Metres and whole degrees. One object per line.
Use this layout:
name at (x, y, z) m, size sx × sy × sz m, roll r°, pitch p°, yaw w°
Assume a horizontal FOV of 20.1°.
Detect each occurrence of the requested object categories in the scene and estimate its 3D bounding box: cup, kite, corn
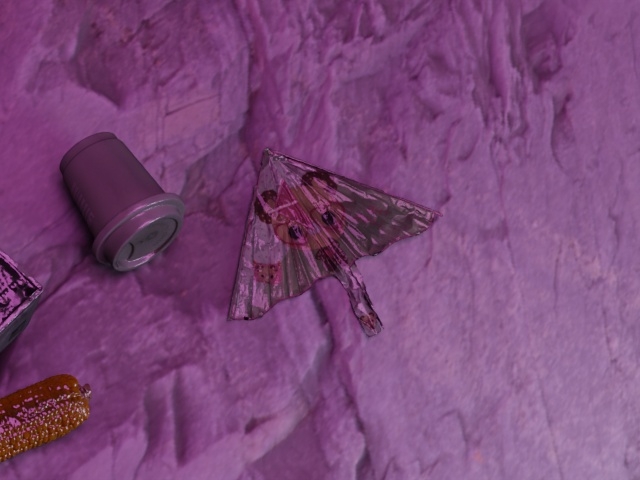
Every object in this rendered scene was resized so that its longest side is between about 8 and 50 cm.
cup at (-0.235, -0.047, 2.083) m, size 0.120 × 0.120 × 0.141 m, roll -27°, pitch 66°, yaw -28°
kite at (0.000, 0.000, 2.202) m, size 0.323 × 0.013 × 0.267 m, roll -28°, pitch 79°, yaw -26°
corn at (-0.338, 0.202, 1.955) m, size 0.207 × 0.068 × 0.068 m, roll -23°, pitch 78°, yaw -28°

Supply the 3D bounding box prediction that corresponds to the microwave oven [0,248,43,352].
microwave oven at (-0.415, 0.097, 1.918) m, size 0.129 × 0.163 × 0.205 m, roll 41°, pitch 63°, yaw 2°
